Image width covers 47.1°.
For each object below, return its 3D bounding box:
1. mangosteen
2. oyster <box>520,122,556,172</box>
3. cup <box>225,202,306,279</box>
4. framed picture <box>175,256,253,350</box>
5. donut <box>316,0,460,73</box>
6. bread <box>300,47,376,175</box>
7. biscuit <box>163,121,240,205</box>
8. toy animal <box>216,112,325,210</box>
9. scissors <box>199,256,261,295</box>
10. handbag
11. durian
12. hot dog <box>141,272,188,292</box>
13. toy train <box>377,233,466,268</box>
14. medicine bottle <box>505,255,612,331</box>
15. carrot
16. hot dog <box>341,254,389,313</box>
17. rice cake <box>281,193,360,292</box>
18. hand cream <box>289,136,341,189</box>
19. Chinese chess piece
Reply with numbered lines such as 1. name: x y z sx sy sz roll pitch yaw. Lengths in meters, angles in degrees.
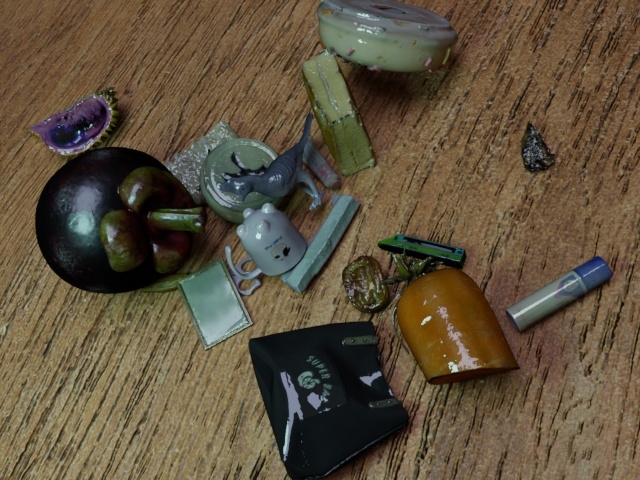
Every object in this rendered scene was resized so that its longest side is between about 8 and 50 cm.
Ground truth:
1. mangosteen: -0.474 -0.035 1.793 0.435 0.382 0.382 21 70 37
2. oyster: 0.516 -0.223 1.784 0.086 0.029 0.132 -31 58 0
3. cup: -0.144 -0.002 1.783 0.173 0.142 0.134 -23 38 18
4. framed picture: -0.264 0.155 1.819 0.136 0.010 0.201 -29 66 1
5. donut: 0.167 -0.539 1.923 0.382 0.142 0.382 10 27 -5
6. bread: 0.044 -0.320 1.866 0.111 0.246 0.239 -23 57 2
7. biscuit: -0.320 -0.182 2.007 0.281 0.084 0.179 -37 61 -2
8. toy animal: -0.067 -0.163 1.830 0.206 0.081 0.367 46 54 1
9. scissors: -0.245 0.090 1.862 0.212 0.021 0.110 -2 59 16
10. handbag: 0.019 0.323 1.578 0.288 0.152 0.342 -18 57 -6
11. durian: -0.712 -0.366 2.217 0.260 0.154 0.186 -20 35 13
12. hot dog: -0.401 0.114 1.894 0.137 0.028 0.044 -13 59 13
13. toy train: 0.237 0.018 1.729 0.209 0.044 0.042 14 67 25
14. medicine bottle: 0.510 0.114 1.575 0.231 0.059 0.059 -31 57 0
15. carrot: 0.261 0.171 1.548 0.193 0.214 0.331 0 54 -32
16. hot dog: 0.106 0.098 1.716 0.099 0.065 0.147 -25 58 15
17. rice cake: 0.001 0.002 1.815 0.081 0.051 0.290 16 65 37
18. hand cream: -0.009 -0.206 1.943 0.067 0.043 0.210 -38 52 -1
19. Chinese chess piece: -0.201 -0.154 1.899 0.238 0.092 0.238 2 72 -6
